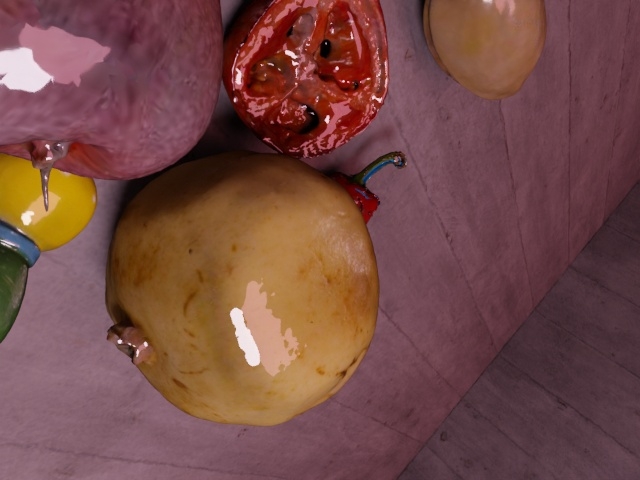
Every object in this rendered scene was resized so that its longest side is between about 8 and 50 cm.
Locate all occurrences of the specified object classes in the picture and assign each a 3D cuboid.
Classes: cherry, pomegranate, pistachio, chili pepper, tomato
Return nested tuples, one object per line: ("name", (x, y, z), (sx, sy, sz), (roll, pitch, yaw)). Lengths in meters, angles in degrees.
("cherry", (-0.194, -0.176, 0.385), (0.261, 0.221, 0.307), (9, 96, -55))
("pomegranate", (-0.093, 0.056, 0.624), (0.333, 0.332, 0.332), (-29, 139, -29))
("pistachio", (0.255, -0.339, 0.802), (0.181, 0.162, 0.293), (-37, 150, 9))
("chili pepper", (0.000, 0.000, 0.859), (0.387, 0.110, 0.110), (-56, 145, 10))
("tomato", (-0.023, -0.223, 0.645), (0.228, 0.101, 0.228), (-21, 131, -27))

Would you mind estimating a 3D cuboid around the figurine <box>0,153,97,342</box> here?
("figurine", (-0.315, -0.009, 0.493), (0.127, 0.185, 0.234), (37, 53, -45))
